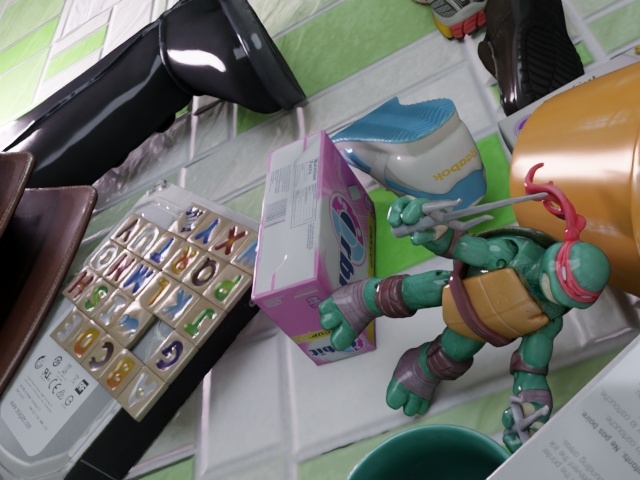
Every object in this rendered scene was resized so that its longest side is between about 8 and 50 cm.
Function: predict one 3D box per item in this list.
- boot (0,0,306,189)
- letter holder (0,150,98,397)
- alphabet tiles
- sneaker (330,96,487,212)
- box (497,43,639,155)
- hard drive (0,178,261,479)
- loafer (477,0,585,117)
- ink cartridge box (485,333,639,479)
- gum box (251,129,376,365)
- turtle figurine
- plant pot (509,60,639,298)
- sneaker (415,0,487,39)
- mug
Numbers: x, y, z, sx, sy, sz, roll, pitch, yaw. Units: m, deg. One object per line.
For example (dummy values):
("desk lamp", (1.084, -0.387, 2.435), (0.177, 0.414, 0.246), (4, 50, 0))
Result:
("boot", (-0.259, -0.154, 0.977), (0.445, 0.146, 0.367), (-33, 32, 4))
("letter holder", (-0.405, 0.022, 0.803), (0.214, 0.152, 0.302), (1, 56, 25))
("alphabet tiles", (-0.169, 0.046, 0.736), (0.237, 0.009, 0.198), (23, 69, 46))
("sneaker", (0.075, -0.078, 0.704), (0.087, 0.092, 0.228), (-35, 19, -5))
("box", (0.307, -0.137, 0.597), (0.324, 0.063, 0.067), (-28, 40, 13))
("hard drive", (-0.208, 0.097, 0.775), (0.339, 0.064, 0.237), (-50, 41, -14))
("loafer", (0.198, -0.181, 0.726), (0.078, 0.080, 0.220), (-47, 26, 48))
("ink cartridge box", (0.196, 0.108, 0.303), (0.371, 0.069, 0.176), (-47, 62, 11))
("gum box", (0.000, 0.000, 0.669), (0.062, 0.107, 0.188), (-19, 44, 23))
("turtle figurine", (0.102, 0.047, 0.474), (0.118, 0.175, 0.234), (-27, -3, -34))
("plant pot", (0.233, -0.040, 0.478), (0.205, 0.205, 0.188), (-51, 26, -14))
("sneaker", (0.139, -0.330, 0.882), (0.088, 0.093, 0.225), (-32, 40, 9))
("mug", (0.081, 0.199, 0.431), (0.129, 0.097, 0.158), (-20, 44, 21))
